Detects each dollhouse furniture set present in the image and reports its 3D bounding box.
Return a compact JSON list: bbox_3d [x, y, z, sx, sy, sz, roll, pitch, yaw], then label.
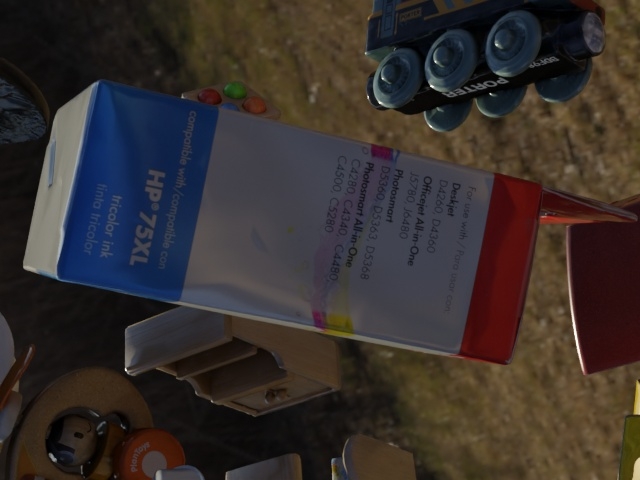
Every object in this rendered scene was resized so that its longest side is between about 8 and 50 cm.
[{"bbox_3d":[-0.098,0.299,1.676,0.362,0.256,0.394,-22,58,32],"label":"dollhouse furniture set"}]

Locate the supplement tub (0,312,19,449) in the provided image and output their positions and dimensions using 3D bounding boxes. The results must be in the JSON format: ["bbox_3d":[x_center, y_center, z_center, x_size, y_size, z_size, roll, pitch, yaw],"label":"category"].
[{"bbox_3d":[-0.518,0.219,1.706,0.228,0.228,0.316,61,144,26],"label":"supplement tub"}]

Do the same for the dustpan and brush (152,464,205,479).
[{"bbox_3d":[-0.120,0.263,1.202,0.211,0.060,0.147,120,155,-63],"label":"dustpan and brush"}]

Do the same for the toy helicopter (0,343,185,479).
[{"bbox_3d":[-0.347,0.282,1.512,0.235,0.355,0.140,53,154,-16],"label":"toy helicopter"}]

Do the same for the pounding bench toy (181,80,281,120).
[{"bbox_3d":[-0.055,-0.081,0.947,0.052,0.083,0.065,39,132,34],"label":"pounding bench toy"}]

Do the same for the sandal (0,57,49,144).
[{"bbox_3d":[-0.429,-0.133,1.152,0.168,0.446,0.107,-16,68,33],"label":"sandal"}]

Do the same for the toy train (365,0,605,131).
[{"bbox_3d":[0.189,-0.249,1.556,0.334,0.142,0.190,-11,69,45],"label":"toy train"}]

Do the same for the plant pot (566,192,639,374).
[{"bbox_3d":[0.544,0.041,2.115,0.267,0.267,0.235,-22,90,38],"label":"plant pot"}]

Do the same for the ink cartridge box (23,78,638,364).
[{"bbox_3d":[0.000,0.000,0.563,0.134,0.231,0.078,-179,101,-73],"label":"ink cartridge box"}]

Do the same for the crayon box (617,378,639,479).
[{"bbox_3d":[0.471,0.250,1.521,0.081,0.319,0.202,-127,35,-63],"label":"crayon box"}]
